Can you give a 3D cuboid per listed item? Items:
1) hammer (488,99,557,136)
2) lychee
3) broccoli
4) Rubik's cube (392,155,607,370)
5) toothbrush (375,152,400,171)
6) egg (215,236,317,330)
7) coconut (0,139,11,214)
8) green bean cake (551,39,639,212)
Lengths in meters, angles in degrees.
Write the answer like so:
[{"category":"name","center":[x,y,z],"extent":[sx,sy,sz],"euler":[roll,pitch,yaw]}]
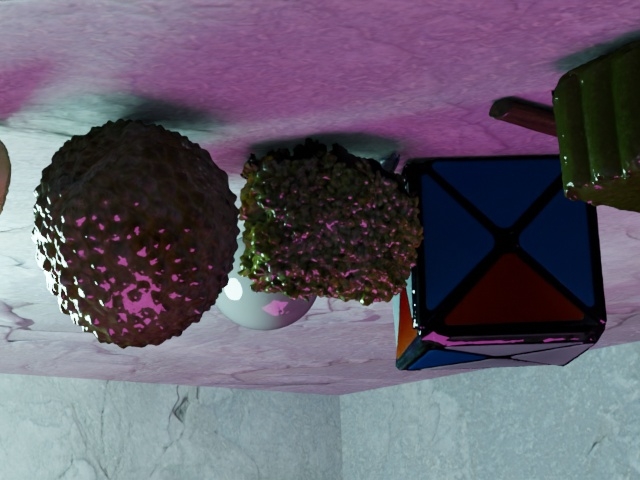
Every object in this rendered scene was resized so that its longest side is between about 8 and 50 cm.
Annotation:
[{"category":"hammer","center":[0.330,-0.123,2.170],"extent":[0.365,0.043,0.111],"euler":[12,163,-43]},{"category":"lychee","center":[-0.216,-0.010,2.056],"extent":[0.255,0.255,0.274],"euler":[-7,159,22]},{"category":"broccoli","center":[-0.002,0.008,2.242],"extent":[0.242,0.180,0.273],"euler":[17,156,0]},{"category":"Rubik's cube","center":[0.223,0.036,2.382],"extent":[0.246,0.248,0.250],"euler":[-1,167,-5]},{"category":"toothbrush","center":[0.053,-0.056,2.420],"extent":[0.035,0.042,0.413],"euler":[0,166,-10]},{"category":"egg","center":[-0.084,0.060,2.669],"extent":[0.146,0.146,0.198],"euler":[8,169,-41]},{"category":"coconut","center":[-0.421,-0.072,2.049],"extent":[0.122,0.116,0.116],"euler":[5,166,-31]},{"category":"green bean cake","center":[0.401,-0.120,1.896],"extent":[0.250,0.156,0.247],"euler":[7,164,-38]}]
